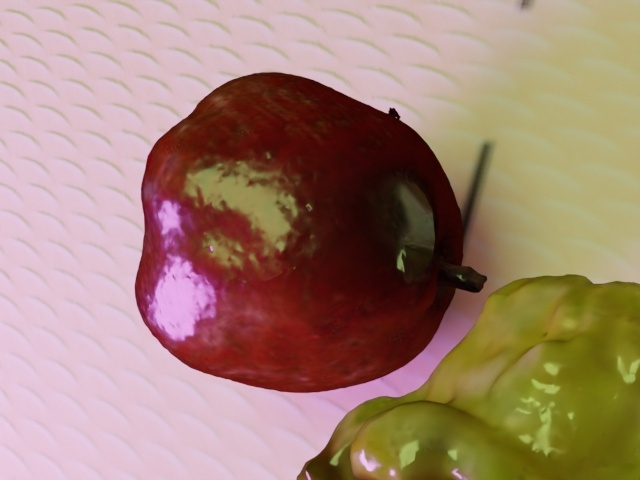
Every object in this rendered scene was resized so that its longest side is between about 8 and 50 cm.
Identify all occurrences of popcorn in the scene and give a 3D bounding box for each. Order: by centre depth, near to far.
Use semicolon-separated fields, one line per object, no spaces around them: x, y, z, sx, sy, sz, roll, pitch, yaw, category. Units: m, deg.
0.115;0.137;0.730;0.195;0.255;0.256;-135;51;-61;popcorn

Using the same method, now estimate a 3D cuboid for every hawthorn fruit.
0.000;0.000;0.947;0.202;0.185;0.185;11;76;29;hawthorn fruit
